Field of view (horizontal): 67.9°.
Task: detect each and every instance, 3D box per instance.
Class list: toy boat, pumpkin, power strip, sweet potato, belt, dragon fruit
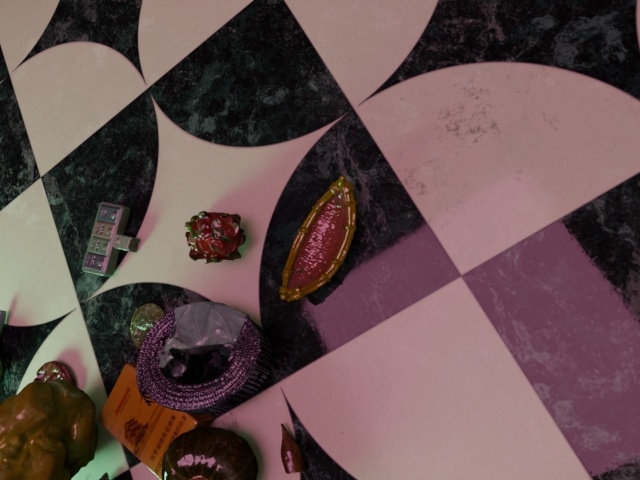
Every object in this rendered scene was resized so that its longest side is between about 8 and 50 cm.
[{"bbox_3d":[0.001,0.003,1.122,0.141,0.099,0.317,26,87,22],"label":"toy boat"},{"bbox_3d":[-0.250,0.539,1.092,0.219,0.162,0.218,0,85,-3],"label":"pumpkin"},{"bbox_3d":[-0.605,0.002,1.402,0.145,0.061,0.215,12,85,17],"label":"power strip"},{"bbox_3d":[-0.071,0.475,1.084,0.049,0.049,0.117,-30,63,15],"label":"sweet potato"},{"bbox_3d":[-0.280,0.281,1.145,0.325,0.122,0.259,-7,62,15],"label":"belt"},{"bbox_3d":[-0.289,-0.007,1.236,0.236,0.135,0.136,-5,76,43],"label":"dragon fruit"}]

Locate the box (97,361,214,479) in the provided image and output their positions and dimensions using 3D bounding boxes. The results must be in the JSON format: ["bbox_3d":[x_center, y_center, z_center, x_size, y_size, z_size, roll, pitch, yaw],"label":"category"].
[{"bbox_3d":[-0.427,0.458,1.220,0.274,0.076,0.174,27,89,25],"label":"box"}]

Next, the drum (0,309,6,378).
[{"bbox_3d":[-1.040,0.359,1.510,0.130,0.049,0.253,26,91,25],"label":"drum"}]

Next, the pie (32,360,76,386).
[{"bbox_3d":[-0.785,0.429,1.398,0.154,0.038,0.153,-3,81,20],"label":"pie"}]

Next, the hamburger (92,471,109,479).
[{"bbox_3d":[-0.583,0.711,1.225,0.164,0.093,0.189,30,94,24],"label":"hamburger"}]

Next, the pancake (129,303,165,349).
[{"bbox_3d":[-0.481,0.237,1.316,0.116,0.023,0.129,34,94,27],"label":"pancake"}]

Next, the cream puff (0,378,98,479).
[{"bbox_3d":[-0.697,0.548,1.169,0.276,0.378,0.378,36,95,14],"label":"cream puff"}]
